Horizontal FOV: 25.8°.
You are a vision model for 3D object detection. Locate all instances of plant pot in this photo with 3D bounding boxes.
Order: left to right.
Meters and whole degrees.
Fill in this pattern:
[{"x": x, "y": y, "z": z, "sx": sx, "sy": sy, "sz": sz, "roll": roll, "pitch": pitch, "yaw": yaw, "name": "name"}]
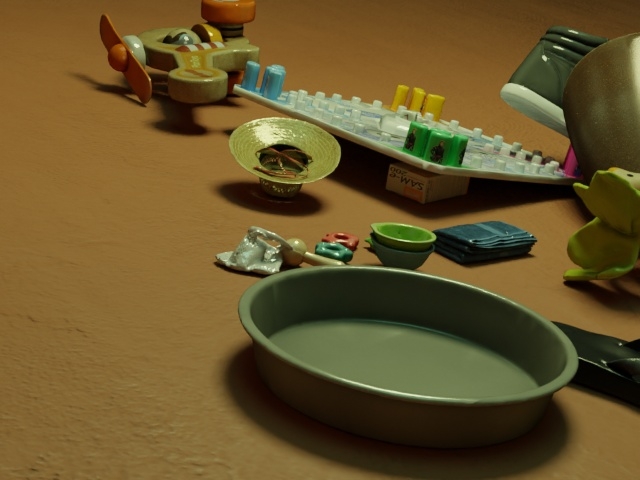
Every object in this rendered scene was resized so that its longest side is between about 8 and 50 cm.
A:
[{"x": 0.411, "y": -0.106, "z": 1.747, "sx": 0.215, "sy": 0.215, "sz": 0.230, "roll": 9, "pitch": 44, "yaw": 1, "name": "plant pot"}]

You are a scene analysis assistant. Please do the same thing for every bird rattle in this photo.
[{"x": 0.396, "y": -0.021, "z": 1.533, "sx": 0.254, "sy": 0.143, "sz": 0.207, "roll": 8, "pitch": 28, "yaw": 3, "name": "bird rattle"}]

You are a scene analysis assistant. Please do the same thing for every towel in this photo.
[{"x": 0.184, "y": -0.002, "z": 1.588, "sx": 0.119, "sy": 0.029, "sz": 0.067, "roll": -8, "pitch": 24, "yaw": -41, "name": "towel"}]

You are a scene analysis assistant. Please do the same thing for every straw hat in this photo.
[{"x": -0.046, "y": -0.085, "z": 1.681, "sx": 0.145, "sy": 0.061, "sz": 0.144, "roll": 5, "pitch": 36, "yaw": -4, "name": "straw hat"}]

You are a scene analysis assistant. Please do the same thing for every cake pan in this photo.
[{"x": 0.071, "y": 0.096, "z": 1.203, "sx": 0.293, "sy": 0.054, "sz": 0.293, "roll": 8, "pitch": 18, "yaw": -3, "name": "cake pan"}]

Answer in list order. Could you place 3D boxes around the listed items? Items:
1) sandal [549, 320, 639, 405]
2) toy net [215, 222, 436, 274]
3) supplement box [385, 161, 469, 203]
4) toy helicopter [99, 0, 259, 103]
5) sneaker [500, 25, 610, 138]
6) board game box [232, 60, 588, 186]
[{"x": 0.301, "y": 0.113, "z": 1.258, "sx": 0.255, "sy": 0.054, "sz": 0.097, "roll": 15, "pitch": 19, "yaw": 19, "name": "sandal"}, {"x": 0.000, "y": 0.000, "z": 1.473, "sx": 0.232, "sy": 0.045, "sz": 0.122, "roll": 1, "pitch": 20, "yaw": -22, "name": "toy net"}, {"x": 0.138, "y": -0.078, "z": 1.783, "sx": 0.062, "sy": 0.036, "sz": 0.098, "roll": 23, "pitch": 23, "yaw": 35, "name": "supplement box"}, {"x": -0.202, "y": -0.262, "z": 2.024, "sx": 0.235, "sy": 0.140, "sz": 0.355, "roll": 1, "pitch": 20, "yaw": -9, "name": "toy helicopter"}, {"x": 0.409, "y": -0.197, "z": 1.971, "sx": 0.296, "sy": 0.147, "sz": 0.104, "roll": 29, "pitch": -4, "yaw": -14, "name": "sneaker"}, {"x": 0.143, "y": -0.160, "z": 1.925, "sx": 0.390, "sy": 0.050, "sz": 0.390, "roll": 2, "pitch": 17, "yaw": -46, "name": "board game box"}]
